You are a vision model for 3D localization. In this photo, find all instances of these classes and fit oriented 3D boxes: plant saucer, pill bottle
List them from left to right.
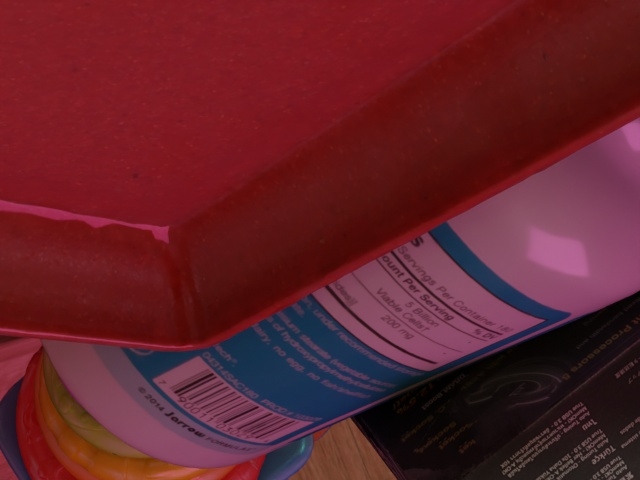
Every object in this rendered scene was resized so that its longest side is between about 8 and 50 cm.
[{"bbox_3d":[-0.057,-0.047,0.308,0.259,0.048,0.258,9,152,-41],"label":"plant saucer"},{"bbox_3d":[0.027,-0.025,0.496,0.264,0.146,0.146,-28,169,36],"label":"pill bottle"}]

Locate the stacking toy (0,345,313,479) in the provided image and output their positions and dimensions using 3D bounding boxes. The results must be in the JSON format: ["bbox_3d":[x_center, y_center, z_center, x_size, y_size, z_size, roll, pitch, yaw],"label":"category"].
[{"bbox_3d":[-0.099,0.070,0.817,0.175,0.166,0.302,-35,164,-19],"label":"stacking toy"}]

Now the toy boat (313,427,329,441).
[{"bbox_3d":[0.021,0.105,1.232,0.267,0.148,0.318,-18,171,-21],"label":"toy boat"}]

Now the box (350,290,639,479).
[{"bbox_3d":[0.147,-0.003,0.596,0.307,0.076,0.242,-38,-163,-4],"label":"box"}]
